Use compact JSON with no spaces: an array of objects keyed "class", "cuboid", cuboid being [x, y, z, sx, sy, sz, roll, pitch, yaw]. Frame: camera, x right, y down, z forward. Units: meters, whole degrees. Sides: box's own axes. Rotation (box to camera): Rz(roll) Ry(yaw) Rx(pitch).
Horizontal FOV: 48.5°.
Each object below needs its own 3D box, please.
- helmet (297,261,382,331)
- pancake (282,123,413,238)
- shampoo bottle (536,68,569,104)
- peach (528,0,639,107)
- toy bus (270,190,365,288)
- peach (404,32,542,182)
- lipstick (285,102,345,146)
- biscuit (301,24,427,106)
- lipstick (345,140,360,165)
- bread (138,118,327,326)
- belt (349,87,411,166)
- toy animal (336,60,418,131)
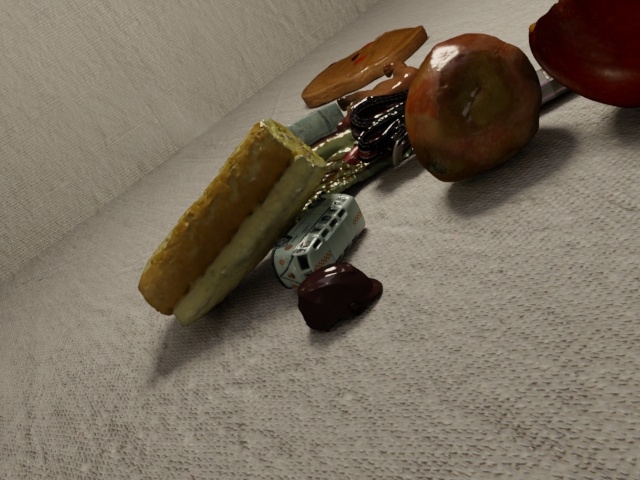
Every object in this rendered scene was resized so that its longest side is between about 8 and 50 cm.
[{"class":"helmet","cuboid":[0.019,0.070,1.014,0.123,0.070,0.098,-35,20,1]},{"class":"pancake","cuboid":[0.000,-0.140,1.496,0.427,0.066,0.305,-34,23,-14]},{"class":"shampoo bottle","cuboid":[0.332,-0.240,1.256,0.227,0.056,0.086,-28,18,14]},{"class":"peach","cuboid":[0.433,-0.299,0.980,0.275,0.248,0.245,-23,62,11]},{"class":"toy bus","cuboid":[0.000,0.000,1.184,0.089,0.087,0.194,-2,35,39]},{"class":"peach","cuboid":[0.235,-0.197,1.118,0.214,0.214,0.235,3,60,58]},{"class":"lipstick","cuboid":[-0.023,-0.270,1.743,0.077,0.076,0.290,-28,8,30]},{"class":"biscuit","cuboid":[0.133,-0.563,2.279,0.455,0.078,0.349,-23,27,27]},{"class":"lipstick","cuboid":[0.115,-0.211,1.424,0.186,0.063,0.057,-41,37,-15]},{"class":"bread","cuboid":[-0.155,-0.033,1.277,0.375,0.165,0.236,-50,6,8]},{"class":"belt","cuboid":[0.219,-0.266,1.357,0.360,0.126,0.094,-30,-18,-7]},{"class":"toy animal","cuboid":[0.160,-0.348,1.724,0.312,0.097,0.157,-34,27,-4]}]
